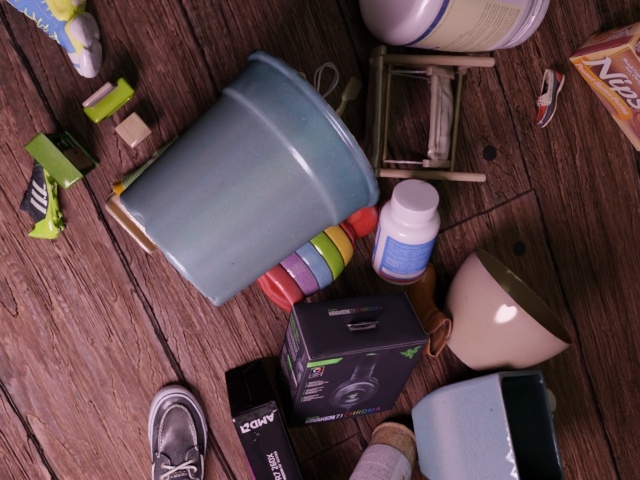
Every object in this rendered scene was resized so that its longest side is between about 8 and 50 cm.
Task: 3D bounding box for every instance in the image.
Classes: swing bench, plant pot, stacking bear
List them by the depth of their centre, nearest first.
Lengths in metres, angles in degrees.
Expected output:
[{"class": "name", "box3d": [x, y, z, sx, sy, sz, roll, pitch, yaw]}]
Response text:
[{"class": "plant pot", "box3d": [-0.134, -0.085, 0.991, 0.334, 0.341, 0.341, -42, 106, -9]}, {"class": "stacking bear", "box3d": [0.000, 0.000, 1.181, 0.289, 0.164, 0.175, -42, 130, -17]}, {"class": "swing bench", "box3d": [0.208, -0.256, 1.202, 0.255, 0.165, 0.253, 2, 98, -11]}, {"class": "plant pot", "box3d": [0.351, 0.426, 1.262, 0.247, 0.252, 0.247, 12, 66, -48]}, {"class": "plant pot", "box3d": [0.382, 0.182, 1.273, 0.284, 0.284, 0.191, 35, 109, -17]}]

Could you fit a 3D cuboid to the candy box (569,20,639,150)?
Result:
[{"class": "candy box", "box3d": [0.750, -0.347, 1.327, 0.087, 0.183, 0.316, -47, 107, -6]}]

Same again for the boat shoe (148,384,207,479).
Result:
[{"class": "boat shoe", "box3d": [-0.287, 0.472, 1.184, 0.121, 0.119, 0.334, -6, 100, -15]}]

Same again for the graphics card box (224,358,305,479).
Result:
[{"class": "graphics card box", "box3d": [-0.092, 0.457, 1.178, 0.094, 0.233, 0.370, -19, 103, -9]}]

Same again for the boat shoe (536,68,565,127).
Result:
[{"class": "boat shoe", "box3d": [0.529, -0.333, 1.338, 0.043, 0.049, 0.136, 18, 90, -14]}]

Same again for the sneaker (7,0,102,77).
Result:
[{"class": "sneaker", "box3d": [-0.485, -0.408, 1.034, 0.126, 0.091, 0.239, -11, 102, 5]}]

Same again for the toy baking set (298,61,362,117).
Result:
[{"class": "toy baking set", "box3d": [-0.031, -0.276, 1.196, 0.257, 0.030, 0.196, -2, 98, -16]}]

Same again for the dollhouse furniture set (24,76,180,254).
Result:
[{"class": "dollhouse furniture set", "box3d": [-0.338, -0.124, 1.056, 0.198, 0.151, 0.301, -40, 106, 0]}]

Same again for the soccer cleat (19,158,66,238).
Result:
[{"class": "soccer cleat", "box3d": [-0.527, -0.090, 1.071, 0.073, 0.060, 0.178, -3, 99, -3]}]

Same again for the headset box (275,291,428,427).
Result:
[{"class": "headset box", "box3d": [0.055, 0.238, 1.162, 0.247, 0.131, 0.283, -4, 136, -19]}]

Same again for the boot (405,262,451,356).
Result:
[{"class": "boot", "box3d": [0.245, 0.153, 1.271, 0.073, 0.152, 0.197, 9, 95, -17]}]

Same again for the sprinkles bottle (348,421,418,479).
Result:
[{"class": "sprinkles bottle", "box3d": [0.111, 0.526, 1.190, 0.121, 0.355, 0.121, 8, 111, 21]}]

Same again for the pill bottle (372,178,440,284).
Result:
[{"class": "pill bottle", "box3d": [0.180, -0.017, 1.189, 0.125, 0.124, 0.221, -12, 143, -14]}]

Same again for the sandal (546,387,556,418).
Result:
[{"class": "sandal", "box3d": [0.453, 0.536, 1.417, 0.170, 0.102, 0.416, 22, 97, -34]}]

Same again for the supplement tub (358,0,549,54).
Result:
[{"class": "supplement tub", "box3d": [0.265, -0.493, 1.120, 0.325, 0.235, 0.235, -6, 100, -31]}]
